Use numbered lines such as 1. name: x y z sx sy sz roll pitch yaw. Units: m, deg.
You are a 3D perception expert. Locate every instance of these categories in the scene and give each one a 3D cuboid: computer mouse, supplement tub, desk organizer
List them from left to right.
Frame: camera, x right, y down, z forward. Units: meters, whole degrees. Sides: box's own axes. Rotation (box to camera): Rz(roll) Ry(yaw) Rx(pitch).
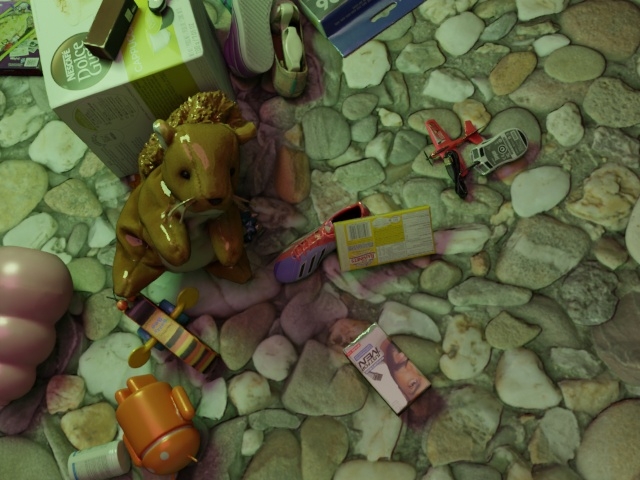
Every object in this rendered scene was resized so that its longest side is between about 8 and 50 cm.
1. supplement tub: -0.450 0.452 1.484 0.107 0.071 0.071 -15 69 4
2. desk organizer: -0.413 -0.425 1.438 0.050 0.047 0.130 14 75 16
3. computer mouse: 0.361 -0.178 1.582 0.193 0.042 0.106 -27 91 -5

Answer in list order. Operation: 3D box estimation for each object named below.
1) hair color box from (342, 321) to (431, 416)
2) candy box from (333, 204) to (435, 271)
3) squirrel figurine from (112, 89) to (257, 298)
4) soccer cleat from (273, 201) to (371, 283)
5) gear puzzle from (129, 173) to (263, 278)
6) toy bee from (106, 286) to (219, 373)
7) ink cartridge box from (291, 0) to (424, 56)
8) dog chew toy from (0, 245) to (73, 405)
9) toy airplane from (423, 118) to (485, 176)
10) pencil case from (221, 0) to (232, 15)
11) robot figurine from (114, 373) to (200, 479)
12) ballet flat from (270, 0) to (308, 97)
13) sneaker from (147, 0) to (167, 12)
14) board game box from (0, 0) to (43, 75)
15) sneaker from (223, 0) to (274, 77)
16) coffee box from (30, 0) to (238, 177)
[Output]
1. hair color box: 0.133 0.257 1.464 0.093 0.053 0.167 -41 71 -7
2. candy box: 0.135 -0.005 1.521 0.206 0.027 0.105 -11 107 -8
3. squirrel figurine: -0.260 -0.130 1.427 0.281 0.370 0.396 0 57 -17
4. soccer cleat: 0.000 0.000 1.555 0.248 0.095 0.083 -33 69 -3
5. gear puzzle: -0.302 -0.072 1.658 0.339 0.044 0.175 35 80 19
6. toy bee: -0.357 0.172 1.521 0.299 0.162 0.195 14 75 14
7. ink cartridge box: 0.083 -0.647 1.787 0.304 0.072 0.307 -36 67 -5
8. dog chew toy: -0.652 0.183 1.554 0.207 0.206 0.331 7 81 12
9. toy airplane: 0.297 -0.217 1.616 0.151 0.028 0.151 -1 82 4
10. pencil case: -0.217 -0.599 1.817 0.065 0.070 0.151 -26 68 -15
11. robot figurine: -0.324 0.372 1.460 0.158 0.128 0.219 -31 68 -16
12. ballet flat: -0.080 -0.493 1.733 0.108 0.106 0.315 -8 70 -17
13. sneaker: -0.327 -0.505 1.454 0.040 0.043 0.109 1 72 6
14. board game box: -0.865 -0.532 1.917 0.347 0.056 0.208 4 76 11
15. sneaker: -0.186 -0.526 1.722 0.102 0.161 0.282 0 93 -29
16. coffee box: -0.401 -0.397 1.633 0.335 0.338 0.337 -19 68 3
